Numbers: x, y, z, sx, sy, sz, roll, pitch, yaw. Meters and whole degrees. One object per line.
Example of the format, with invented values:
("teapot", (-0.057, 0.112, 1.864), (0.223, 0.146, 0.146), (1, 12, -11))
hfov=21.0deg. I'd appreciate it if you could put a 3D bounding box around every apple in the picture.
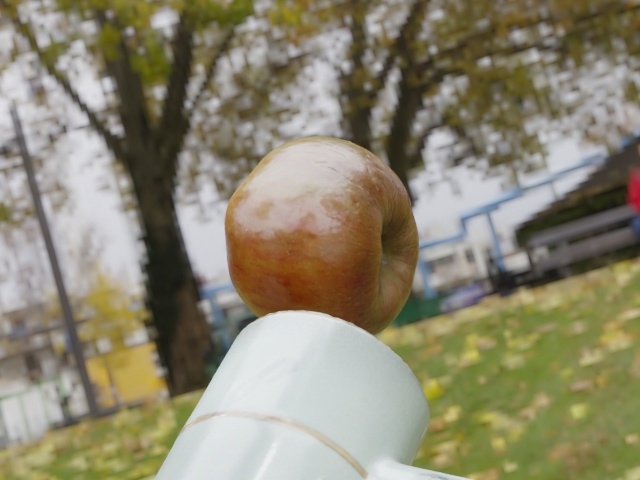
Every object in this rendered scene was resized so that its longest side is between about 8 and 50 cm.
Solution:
("apple", (0.000, 0.003, 1.049), (0.102, 0.126, 0.126), (7, 4, 26))

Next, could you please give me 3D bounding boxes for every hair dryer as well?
("hair dryer", (0.091, 0.144, 0.756), (0.357, 0.107, 0.173), (9, 45, 21))

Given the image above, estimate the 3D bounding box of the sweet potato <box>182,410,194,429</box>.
("sweet potato", (-0.049, 0.197, 1.232), (0.112, 0.285, 0.085), (9, 41, 13))
